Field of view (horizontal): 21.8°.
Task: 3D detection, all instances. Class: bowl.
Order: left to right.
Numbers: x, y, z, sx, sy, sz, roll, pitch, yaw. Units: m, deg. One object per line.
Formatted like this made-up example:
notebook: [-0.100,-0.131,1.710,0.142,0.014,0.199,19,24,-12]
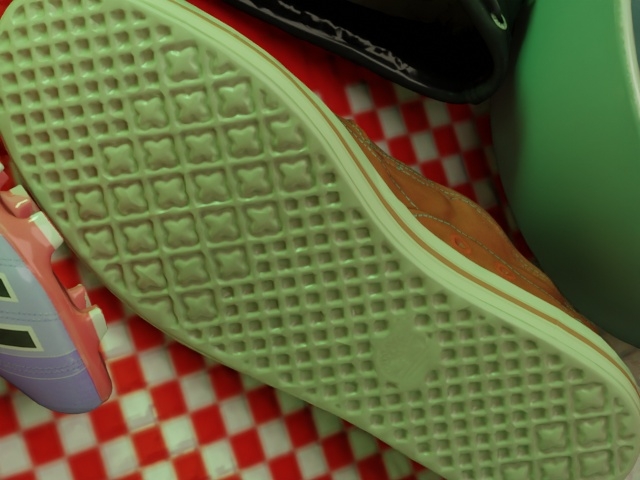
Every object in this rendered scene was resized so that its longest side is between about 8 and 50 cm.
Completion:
bowl: [0.205,-0.061,0.843,0.311,0.163,0.311,11,72,-35]

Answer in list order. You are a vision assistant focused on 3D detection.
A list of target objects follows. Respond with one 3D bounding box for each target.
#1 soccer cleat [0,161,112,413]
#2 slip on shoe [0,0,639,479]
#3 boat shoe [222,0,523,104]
soccer cleat: [-0.172,-0.023,0.614,0.095,0.083,0.248,-37,108,-8]
slip on shoe: [0.000,0.000,0.720,0.331,0.123,0.101,34,19,-16]
boat shoe: [-0.036,-0.154,0.710,0.340,0.127,0.113,30,49,-38]
